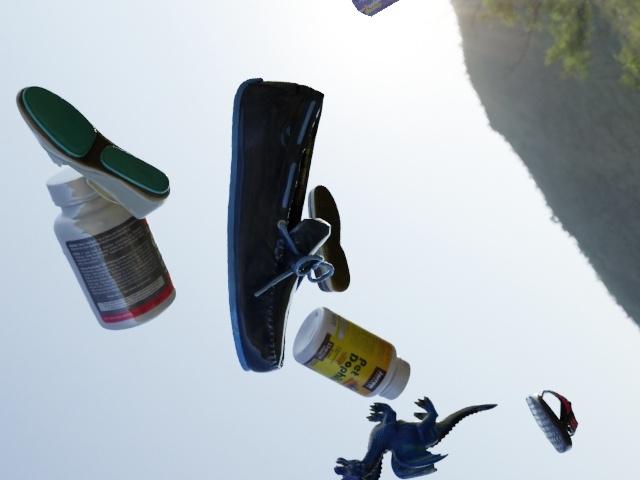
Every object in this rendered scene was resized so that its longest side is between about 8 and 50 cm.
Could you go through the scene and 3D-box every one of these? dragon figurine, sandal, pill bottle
[{"bbox_3d":[0.157,0.343,1.210,0.288,0.085,0.144,-2,-125,-9],"label":"dragon figurine"},{"bbox_3d":[0.269,0.199,0.842,0.179,0.040,0.067,31,-145,-78],"label":"sandal"},{"bbox_3d":[-0.421,0.005,1.463,0.176,0.176,0.319,-65,-38,-59],"label":"pill bottle"},{"bbox_3d":[0.062,0.221,1.386,0.214,0.117,0.117,30,-146,-16],"label":"pill bottle"}]

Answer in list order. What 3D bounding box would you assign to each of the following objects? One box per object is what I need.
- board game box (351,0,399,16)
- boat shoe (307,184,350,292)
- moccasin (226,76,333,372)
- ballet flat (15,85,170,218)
[{"bbox_3d":[0.090,-0.363,0.916,0.033,0.168,0.133,23,-122,-43],"label":"board game box"},{"bbox_3d":[0.001,0.001,1.501,0.080,0.073,0.224,-10,-93,-49],"label":"boat shoe"},{"bbox_3d":[-0.043,-0.015,0.839,0.138,0.116,0.342,-68,-21,-83],"label":"moccasin"},{"bbox_3d":[-0.333,-0.117,1.046,0.248,0.086,0.086,38,-149,-17],"label":"ballet flat"}]
